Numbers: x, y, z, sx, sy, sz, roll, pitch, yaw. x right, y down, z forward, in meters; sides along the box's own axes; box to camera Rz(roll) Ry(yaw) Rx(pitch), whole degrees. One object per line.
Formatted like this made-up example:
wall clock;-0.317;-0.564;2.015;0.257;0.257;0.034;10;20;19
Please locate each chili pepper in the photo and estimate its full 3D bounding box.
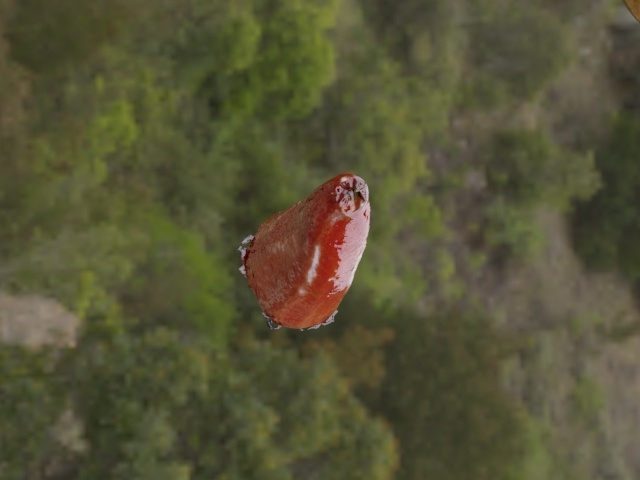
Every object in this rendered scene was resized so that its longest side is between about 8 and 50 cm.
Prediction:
chili pepper;0.000;-0.004;1.174;0.088;0.065;0.169;61;-25;11

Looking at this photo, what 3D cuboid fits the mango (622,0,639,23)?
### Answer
mango;0.357;-0.251;1.766;0.115;0.165;0.089;12;-97;65
